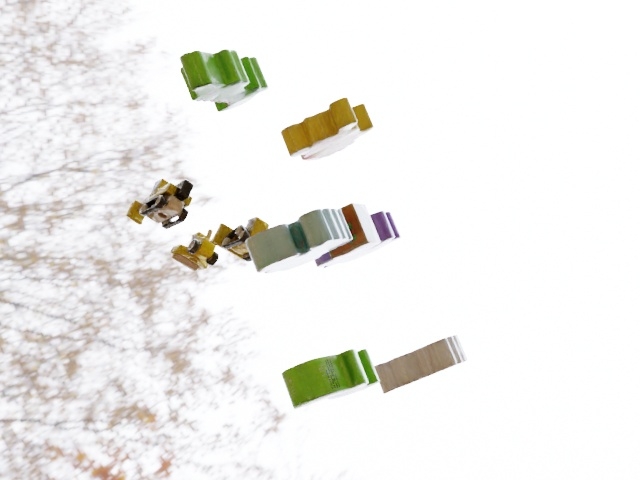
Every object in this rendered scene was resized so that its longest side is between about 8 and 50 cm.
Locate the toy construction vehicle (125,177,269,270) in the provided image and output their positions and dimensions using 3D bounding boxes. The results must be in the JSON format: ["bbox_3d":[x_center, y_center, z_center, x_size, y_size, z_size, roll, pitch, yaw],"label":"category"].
[{"bbox_3d":[-0.089,-0.013,0.869,0.086,0.098,0.035,31,-117,-23],"label":"toy construction vehicle"}]

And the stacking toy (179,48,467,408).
[{"bbox_3d":[0.000,0.000,0.616,0.052,0.221,0.166,-25,-100,18],"label":"stacking toy"}]
